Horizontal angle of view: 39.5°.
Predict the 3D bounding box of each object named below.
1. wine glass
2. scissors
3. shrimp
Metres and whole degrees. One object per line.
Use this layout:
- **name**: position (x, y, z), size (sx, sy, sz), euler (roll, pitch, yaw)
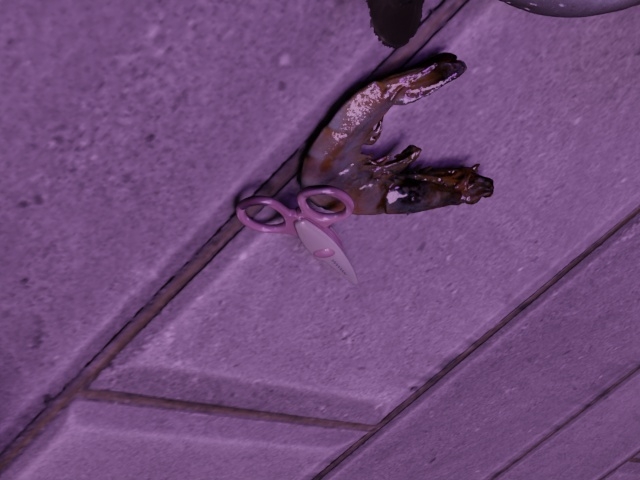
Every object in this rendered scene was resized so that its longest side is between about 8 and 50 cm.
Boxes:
- **wine glass**: position (0.127, -0.160, 0.551), size (0.198, 0.066, 0.066), euler (-12, 143, -26)
- **scissors**: position (0.000, 0.000, 0.692), size (0.085, 0.022, 0.176), euler (-10, 155, 15)
- **shrimp**: position (0.082, -0.074, 0.660), size (0.195, 0.035, 0.148), euler (-1, 135, -33)
